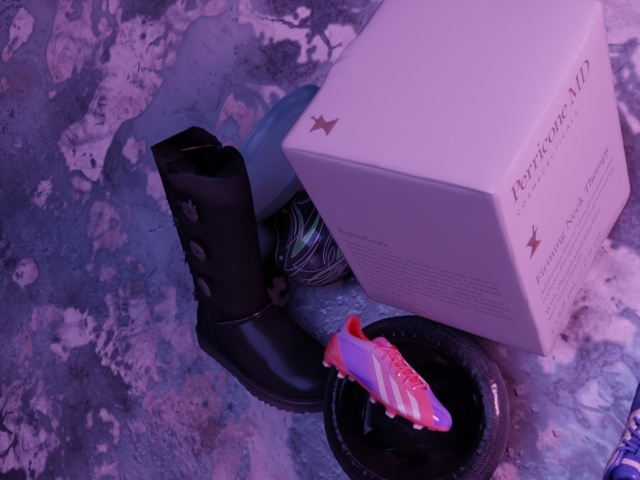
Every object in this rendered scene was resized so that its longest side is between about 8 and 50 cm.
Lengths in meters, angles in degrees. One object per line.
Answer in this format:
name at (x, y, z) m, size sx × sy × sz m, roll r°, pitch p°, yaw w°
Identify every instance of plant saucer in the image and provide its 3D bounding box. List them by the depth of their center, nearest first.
plant saucer at (-0.084, -0.155, 1.635) m, size 0.317 × 0.044 × 0.317 m, roll -40°, pitch 32°, yaw 31°

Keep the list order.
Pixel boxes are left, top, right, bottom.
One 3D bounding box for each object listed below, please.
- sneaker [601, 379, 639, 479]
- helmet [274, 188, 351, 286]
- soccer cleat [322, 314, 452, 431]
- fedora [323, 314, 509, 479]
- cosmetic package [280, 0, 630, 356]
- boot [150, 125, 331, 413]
sneaker at (0.468, 0.306, 1.213) m, size 0.112 × 0.131 × 0.296 m, roll 13°, pitch 87°, yaw 36°
helmet at (0.000, 0.000, 1.555) m, size 0.169 × 0.169 × 0.161 m, roll -26°, pitch 52°, yaw 27°
soccer cleat at (0.106, 0.204, 1.315) m, size 0.248 × 0.083 × 0.095 m, roll 29°, pitch 95°, yaw 39°
fedora at (0.171, 0.277, 1.396) m, size 0.334 × 0.152 × 0.334 m, roll -8°, pitch 76°, yaw 36°
cosmetic package at (0.213, -0.100, 1.234) m, size 0.327 × 0.393 × 0.329 m, roll 17°, pitch 64°, yaw 34°
boot at (-0.117, 0.053, 1.489) m, size 0.367 × 0.146 × 0.445 m, roll 21°, pitch 130°, yaw 34°
